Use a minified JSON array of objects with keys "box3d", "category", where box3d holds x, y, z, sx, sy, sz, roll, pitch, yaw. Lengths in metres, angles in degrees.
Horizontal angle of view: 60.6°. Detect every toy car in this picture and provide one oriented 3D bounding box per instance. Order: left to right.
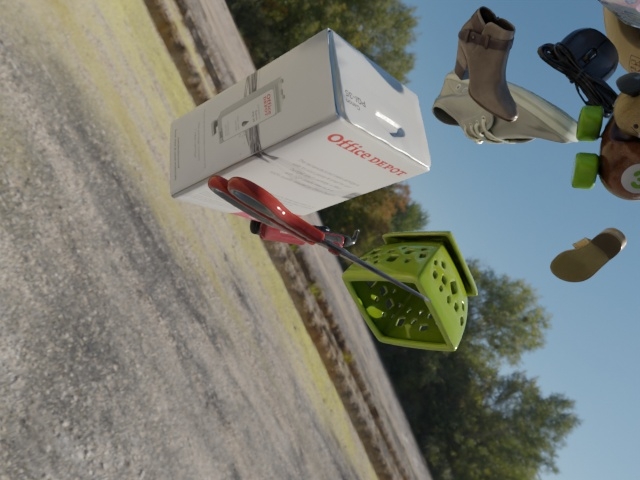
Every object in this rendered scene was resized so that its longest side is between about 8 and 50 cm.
[{"box3d":[0.421,-0.149,0.701,0.188,0.155,0.149,52,49,-64],"category":"toy car"}]

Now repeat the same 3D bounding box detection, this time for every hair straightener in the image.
[{"box3d":[-0.027,-0.022,1.005,0.089,0.230,0.047,25,-71,53],"category":"hair straightener"}]

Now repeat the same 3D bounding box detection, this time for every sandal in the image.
[{"box3d":[0.657,0.026,1.316,0.088,0.079,0.240,51,-24,13],"category":"sandal"}]

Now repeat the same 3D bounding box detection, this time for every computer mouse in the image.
[{"box3d":[0.531,-0.354,1.070,0.188,0.072,0.272,43,41,1],"category":"computer mouse"}]

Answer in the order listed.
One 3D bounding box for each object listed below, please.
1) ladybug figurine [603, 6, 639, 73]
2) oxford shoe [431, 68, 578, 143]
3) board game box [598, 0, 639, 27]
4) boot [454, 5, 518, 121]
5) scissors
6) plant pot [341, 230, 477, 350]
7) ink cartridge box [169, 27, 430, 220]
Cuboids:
[{"box3d":[0.802,-0.558,1.227,0.305,0.162,0.449,46,-17,37],"category":"ladybug figurine"},{"box3d":[0.372,-0.257,1.147,0.169,0.130,0.449,27,13,-26],"category":"oxford shoe"},{"box3d":[0.487,-0.357,0.853,0.090,0.020,0.090,17,25,-29],"category":"board game box"},{"box3d":[0.200,-0.205,0.630,0.118,0.042,0.087,51,-30,22],"category":"boot"},{"box3d":[0.000,0.000,0.667,0.297,0.021,0.109,30,-13,-21],"category":"scissors"},{"box3d":[0.225,0.102,1.293,0.227,0.207,0.228,-2,-52,46],"category":"plant pot"},{"box3d":[-0.029,-0.125,0.722,0.207,0.283,0.117,16,63,-50],"category":"ink cartridge box"}]
